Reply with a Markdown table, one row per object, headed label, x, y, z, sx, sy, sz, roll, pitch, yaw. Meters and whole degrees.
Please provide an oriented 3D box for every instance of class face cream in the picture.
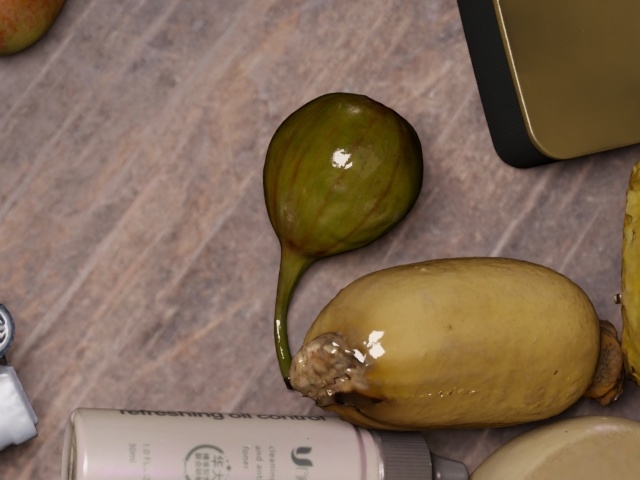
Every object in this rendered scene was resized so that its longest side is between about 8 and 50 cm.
| label | x | y | z | sx | sy | sz | roll | pitch | yaw |
| --- | --- | --- | --- | --- | --- | --- | --- | --- | --- |
| face cream | -0.035 | 0.175 | 1.140 | 0.311 | 0.092 | 0.092 | 5 | 82 | -17 |

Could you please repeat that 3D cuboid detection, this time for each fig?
| label | x | y | z | sx | sy | sz | roll | pitch | yaw |
| --- | --- | --- | --- | --- | --- | --- | --- | --- | --- |
| fig | 0.000 | 0.000 | 1.182 | 0.124 | 0.124 | 0.236 | 16 | 102 | -15 |

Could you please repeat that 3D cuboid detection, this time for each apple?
| label | x | y | z | sx | sy | sz | roll | pitch | yaw |
| --- | --- | --- | --- | --- | --- | --- | --- | --- | --- |
| apple | -0.242 | -0.199 | 1.115 | 0.126 | 0.102 | 0.126 | 2 | 84 | -17 |

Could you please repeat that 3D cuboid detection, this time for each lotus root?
| label | x | y | z | sx | sy | sz | roll | pitch | yaw |
| --- | --- | --- | --- | --- | --- | --- | --- | --- | --- |
| lotus root | 0.109 | 0.078 | 1.159 | 0.303 | 0.146 | 0.131 | 2 | 78 | -33 |

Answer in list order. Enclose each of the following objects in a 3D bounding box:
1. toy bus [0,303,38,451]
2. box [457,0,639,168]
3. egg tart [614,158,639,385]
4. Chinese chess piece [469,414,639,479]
| label | x | y | z | sx | sy | sz | roll | pitch | yaw |
| --- | --- | --- | --- | --- | --- | --- | --- | --- | --- |
| toy bus | -0.317 | 0.011 | 1.062 | 0.136 | 0.109 | 0.330 | -26 | 92 | -19 |
| box | 0.199 | -0.165 | 1.258 | 0.144 | 0.090 | 0.201 | -14 | 87 | -19 |
| egg tart | 0.306 | 0.024 | 1.189 | 0.132 | 0.341 | 0.341 | -1 | 82 | 18 |
| Chinese chess piece | 0.219 | 0.274 | 1.204 | 0.273 | 0.102 | 0.273 | 3 | 81 | -17 |
